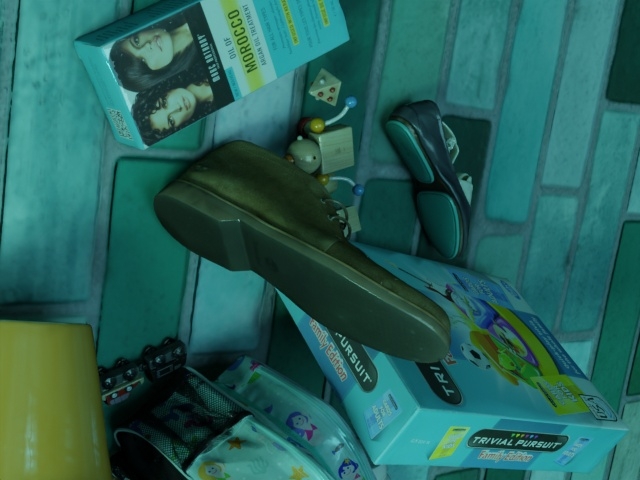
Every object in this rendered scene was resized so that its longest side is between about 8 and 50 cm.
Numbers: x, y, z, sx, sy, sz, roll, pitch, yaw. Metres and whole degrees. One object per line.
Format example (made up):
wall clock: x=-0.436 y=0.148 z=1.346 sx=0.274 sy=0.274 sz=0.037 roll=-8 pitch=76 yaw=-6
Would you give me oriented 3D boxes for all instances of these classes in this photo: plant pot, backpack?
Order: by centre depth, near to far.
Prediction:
plant pot: x=-0.259 y=0.158 z=0.759 sx=0.205 sy=0.205 sz=0.188 roll=9 pitch=82 yaw=-38
backpack: x=-0.051 y=0.248 z=0.883 sx=0.191 sy=0.253 sz=0.225 roll=-37 pitch=127 yaw=-21

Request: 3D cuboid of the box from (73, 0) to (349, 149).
box: x=-0.093 y=-0.184 z=0.853 sx=0.244 sy=0.060 sz=0.100 roll=-33 pitch=121 yaw=-25

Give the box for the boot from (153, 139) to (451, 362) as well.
boot: x=0.000 y=0.000 z=0.845 sx=0.115 sy=0.305 sz=0.112 roll=-49 pitch=159 yaw=-30

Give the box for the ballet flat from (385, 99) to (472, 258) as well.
ballet flat: x=0.139 y=-0.073 z=1.059 sx=0.074 sy=0.074 sz=0.203 roll=-39 pitch=121 yaw=-22

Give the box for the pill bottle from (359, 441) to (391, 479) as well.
pill bottle: x=0.048 y=0.316 z=1.100 sx=0.078 sy=0.078 sz=0.137 roll=-16 pitch=114 yaw=-33

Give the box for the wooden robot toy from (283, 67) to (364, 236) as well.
wooden robot toy: x=-0.010 y=-0.081 z=0.933 sx=0.079 sy=0.076 sz=0.173 roll=-22 pitch=115 yaw=-38

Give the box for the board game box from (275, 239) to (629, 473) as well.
board game box: x=0.142 y=0.123 z=0.996 sx=0.336 sy=0.254 sz=0.079 roll=14 pitch=121 yaw=-39

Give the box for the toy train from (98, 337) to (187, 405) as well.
toy train: x=-0.199 y=0.139 z=0.894 sx=0.158 sy=0.027 sz=0.036 roll=-23 pitch=127 yaw=-31
